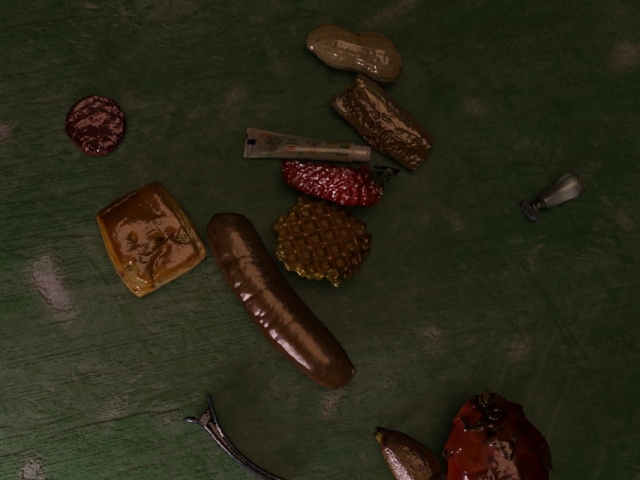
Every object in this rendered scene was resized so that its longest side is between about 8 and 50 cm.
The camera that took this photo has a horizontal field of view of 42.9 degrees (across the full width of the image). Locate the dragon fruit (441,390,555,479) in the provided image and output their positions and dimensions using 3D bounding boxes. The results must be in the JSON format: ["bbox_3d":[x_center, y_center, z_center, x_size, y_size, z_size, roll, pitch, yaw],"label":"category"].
[{"bbox_3d":[0.404,0.510,1.841,0.250,0.250,0.315,-29,69,-11],"label":"dragon fruit"}]

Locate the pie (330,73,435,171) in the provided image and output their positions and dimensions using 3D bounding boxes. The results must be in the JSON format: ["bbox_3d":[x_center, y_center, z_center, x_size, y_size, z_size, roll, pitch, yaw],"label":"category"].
[{"bbox_3d":[0.157,-0.297,2.048,0.282,0.068,0.129,40,96,-4],"label":"pie"}]

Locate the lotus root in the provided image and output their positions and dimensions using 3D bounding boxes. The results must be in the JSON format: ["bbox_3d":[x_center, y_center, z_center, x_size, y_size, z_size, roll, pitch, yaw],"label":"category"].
[{"bbox_3d":[0.197,0.504,1.884,0.190,0.094,0.108,44,85,8],"label":"lotus root"}]

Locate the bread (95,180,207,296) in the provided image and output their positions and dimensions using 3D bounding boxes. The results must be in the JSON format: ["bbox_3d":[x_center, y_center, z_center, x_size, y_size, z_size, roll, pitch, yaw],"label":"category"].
[{"bbox_3d":[-0.403,-0.009,1.918,0.210,0.099,0.235,-31,84,-11],"label":"bread"}]

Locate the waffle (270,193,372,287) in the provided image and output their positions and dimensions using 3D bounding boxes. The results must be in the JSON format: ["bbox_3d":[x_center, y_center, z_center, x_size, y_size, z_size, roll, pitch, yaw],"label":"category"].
[{"bbox_3d":[0.000,0.000,1.946,0.243,0.059,0.238,27,54,0],"label":"waffle"}]

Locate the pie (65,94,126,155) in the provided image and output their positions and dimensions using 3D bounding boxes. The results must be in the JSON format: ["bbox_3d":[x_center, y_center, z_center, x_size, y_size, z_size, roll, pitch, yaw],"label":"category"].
[{"bbox_3d":[-0.549,-0.282,1.990,0.154,0.036,0.155,1,79,-6],"label":"pie"}]

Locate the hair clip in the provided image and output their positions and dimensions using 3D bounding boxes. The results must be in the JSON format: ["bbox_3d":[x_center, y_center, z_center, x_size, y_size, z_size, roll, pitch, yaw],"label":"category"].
[{"bbox_3d":[-0.191,0.480,1.878,0.275,0.048,0.083,45,76,-1],"label":"hair clip"}]

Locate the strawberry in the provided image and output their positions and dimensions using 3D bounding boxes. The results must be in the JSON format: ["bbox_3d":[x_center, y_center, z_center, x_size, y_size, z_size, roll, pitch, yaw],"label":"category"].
[{"bbox_3d":[0.046,-0.136,1.964,0.286,0.188,0.106,5,94,6],"label":"strawberry"}]

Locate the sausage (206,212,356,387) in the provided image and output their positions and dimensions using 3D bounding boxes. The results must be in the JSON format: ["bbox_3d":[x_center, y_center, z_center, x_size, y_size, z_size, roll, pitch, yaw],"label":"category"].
[{"bbox_3d":[-0.107,0.146,1.905,0.136,0.123,0.501,-37,84,5],"label":"sausage"}]

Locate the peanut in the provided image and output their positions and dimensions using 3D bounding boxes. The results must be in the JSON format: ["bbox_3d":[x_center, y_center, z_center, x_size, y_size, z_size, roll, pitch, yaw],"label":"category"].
[{"bbox_3d":[0.091,-0.480,2.062,0.256,0.123,0.124,23,77,3],"label":"peanut"}]

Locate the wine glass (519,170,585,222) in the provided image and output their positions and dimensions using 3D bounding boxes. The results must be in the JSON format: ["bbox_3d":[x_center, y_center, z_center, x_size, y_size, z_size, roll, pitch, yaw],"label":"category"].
[{"bbox_3d":[0.587,-0.112,2.062,0.155,0.072,0.072,-30,83,-10],"label":"wine glass"}]

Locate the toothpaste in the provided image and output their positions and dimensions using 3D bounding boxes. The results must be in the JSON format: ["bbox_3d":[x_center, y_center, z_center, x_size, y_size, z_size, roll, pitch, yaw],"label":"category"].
[{"bbox_3d":[-0.032,-0.229,2.029,0.314,0.056,0.058,6,35,1],"label":"toothpaste"}]
